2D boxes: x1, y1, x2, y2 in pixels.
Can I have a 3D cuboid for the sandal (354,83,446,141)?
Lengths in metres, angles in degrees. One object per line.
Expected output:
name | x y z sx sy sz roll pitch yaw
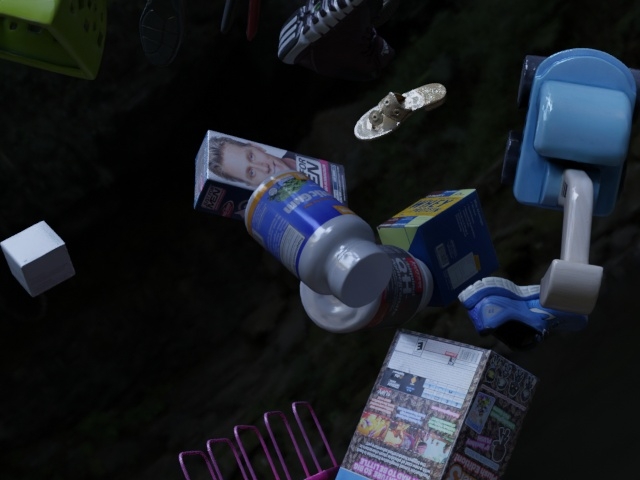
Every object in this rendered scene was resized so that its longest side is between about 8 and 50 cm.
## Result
sandal | 0.179 -0.318 2.630 0.240 0.088 0.079 -26 -36 -9

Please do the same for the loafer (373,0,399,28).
loafer | 0.081 -0.414 2.114 0.148 0.050 0.056 -39 -18 -3

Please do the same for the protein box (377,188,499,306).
protein box | 0.267 0.016 2.558 0.201 0.199 0.136 -31 19 -36

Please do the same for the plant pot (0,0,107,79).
plant pot | -0.473 -0.421 1.895 0.227 0.228 0.207 63 -137 -74

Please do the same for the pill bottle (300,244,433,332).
pill bottle | 0.108 0.095 2.338 0.176 0.176 0.318 -42 -20 22

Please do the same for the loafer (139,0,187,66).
loafer | -0.292 -0.468 2.234 0.084 0.096 0.267 -50 -23 -45

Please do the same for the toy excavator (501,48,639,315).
toy excavator | 0.429 -0.116 1.948 0.445 0.222 0.432 -38 -42 -81

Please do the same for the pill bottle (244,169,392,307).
pill bottle | 0.000 0.000 1.993 0.152 0.272 0.152 -24 -47 -28

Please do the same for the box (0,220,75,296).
box | -0.561 0.036 2.266 0.102 0.101 0.087 -31 -44 -22

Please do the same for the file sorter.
file sorter | -0.129 0.482 2.461 0.291 0.182 0.202 -26 -12 7

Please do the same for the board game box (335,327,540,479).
board game box | 0.194 0.319 1.906 0.232 0.141 0.291 10 73 53

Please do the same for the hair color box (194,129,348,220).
hair color box | -0.115 -0.126 2.671 0.174 0.347 0.105 -95 25 -44

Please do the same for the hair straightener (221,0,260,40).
hair straightener | -0.124 -0.405 1.642 0.047 0.089 0.230 -67 -12 -57

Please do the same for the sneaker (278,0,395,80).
sneaker | 0.071 -0.334 1.729 0.281 0.162 0.106 -32 42 48

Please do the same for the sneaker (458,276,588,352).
sneaker | 0.442 0.176 2.436 0.330 0.147 0.130 6 -32 -31
